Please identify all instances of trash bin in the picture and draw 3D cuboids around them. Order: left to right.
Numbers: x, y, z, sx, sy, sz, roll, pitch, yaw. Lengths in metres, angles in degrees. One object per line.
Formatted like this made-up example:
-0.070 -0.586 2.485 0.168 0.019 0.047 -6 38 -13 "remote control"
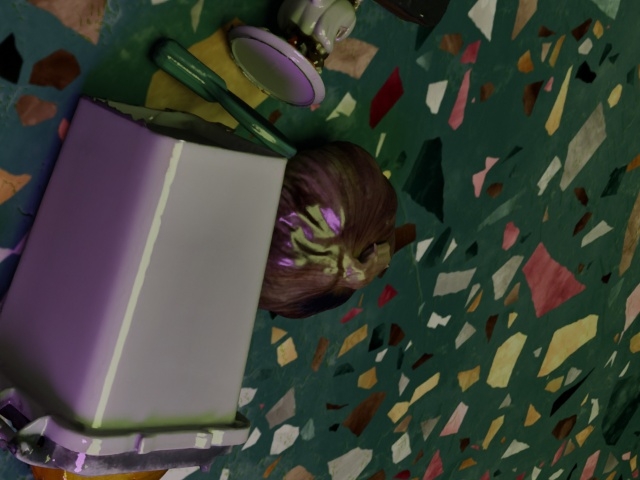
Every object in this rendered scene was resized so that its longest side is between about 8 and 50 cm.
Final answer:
-0.207 0.046 1.227 0.296 0.255 0.368 6 106 -45 "trash bin"

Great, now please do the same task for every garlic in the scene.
0.000 0.000 1.462 0.245 0.160 0.245 -24 139 -23 "garlic"

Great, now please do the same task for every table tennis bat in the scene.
-0.103 -0.156 1.292 0.201 0.124 0.033 35 98 -31 "table tennis bat"

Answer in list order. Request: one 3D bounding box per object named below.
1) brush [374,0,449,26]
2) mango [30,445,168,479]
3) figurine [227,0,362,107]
0.137 -0.366 1.421 0.123 0.059 0.197 19 102 -49 "brush"
-0.261 0.261 1.430 0.217 0.102 0.141 2 95 -50 "mango"
-0.016 -0.246 1.318 0.154 0.132 0.132 -56 143 -19 "figurine"
